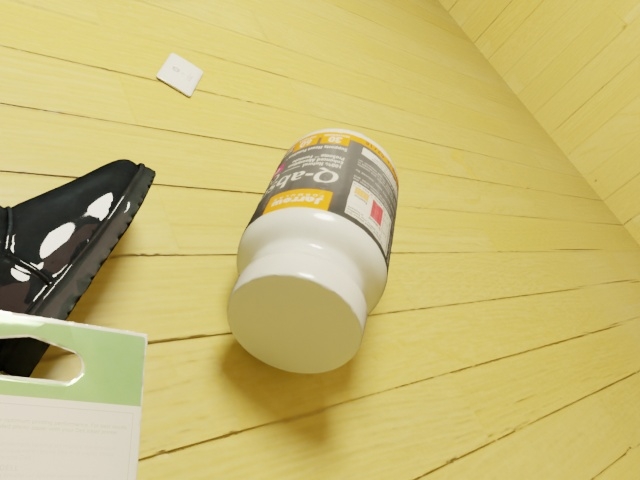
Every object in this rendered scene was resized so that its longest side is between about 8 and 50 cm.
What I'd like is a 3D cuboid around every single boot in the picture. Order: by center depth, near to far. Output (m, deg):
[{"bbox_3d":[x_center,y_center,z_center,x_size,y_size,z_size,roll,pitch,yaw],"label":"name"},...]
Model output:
[{"bbox_3d":[-0.270,-0.033,0.445,0.207,0.094,0.246,35,42,-18],"label":"boot"}]

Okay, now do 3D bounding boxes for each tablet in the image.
[{"bbox_3d":[-0.206,-0.245,0.807,0.054,0.006,0.083,29,37,-19],"label":"tablet"}]

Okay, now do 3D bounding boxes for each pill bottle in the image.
[{"bbox_3d":[0.000,0.000,0.619,0.162,0.162,0.278,34,36,-12],"label":"pill bottle"}]

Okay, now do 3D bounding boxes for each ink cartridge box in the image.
[{"bbox_3d":[-0.200,0.161,0.333,0.171,0.056,0.235,17,47,-32],"label":"ink cartridge box"}]
